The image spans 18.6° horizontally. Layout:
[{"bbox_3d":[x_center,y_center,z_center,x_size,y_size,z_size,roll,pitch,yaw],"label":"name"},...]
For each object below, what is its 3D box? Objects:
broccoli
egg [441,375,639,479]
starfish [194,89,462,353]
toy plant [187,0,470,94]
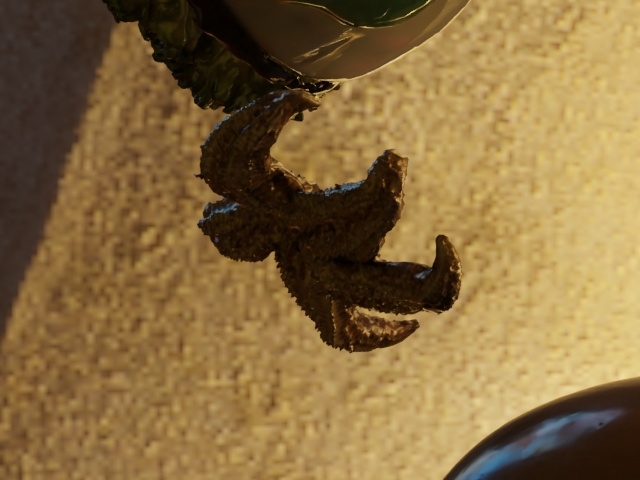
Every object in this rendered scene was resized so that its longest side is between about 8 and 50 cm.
[{"bbox_3d":[-0.064,-0.289,1.896,0.281,0.293,0.348,-34,-118,39],"label":"broccoli"},{"bbox_3d":[0.241,0.239,1.304,0.374,0.301,0.301,-8,-99,15],"label":"egg"},{"bbox_3d":[-0.002,0.001,1.084,0.216,0.071,0.238,55,-18,-27],"label":"starfish"},{"bbox_3d":[0.099,-0.214,0.855,0.332,0.247,0.247,-14,-102,31],"label":"toy plant"}]
